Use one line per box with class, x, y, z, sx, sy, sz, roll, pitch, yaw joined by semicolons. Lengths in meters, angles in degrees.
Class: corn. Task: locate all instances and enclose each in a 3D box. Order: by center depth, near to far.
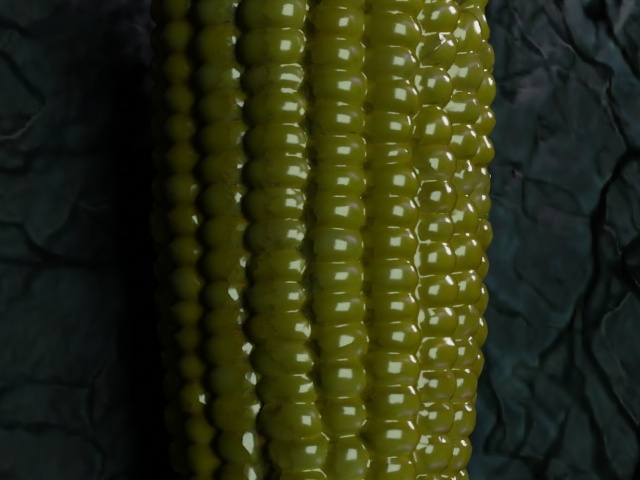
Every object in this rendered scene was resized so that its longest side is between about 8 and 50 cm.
corn;0.000;0.000;0.726;0.130;0.130;0.347;3;86;-35
